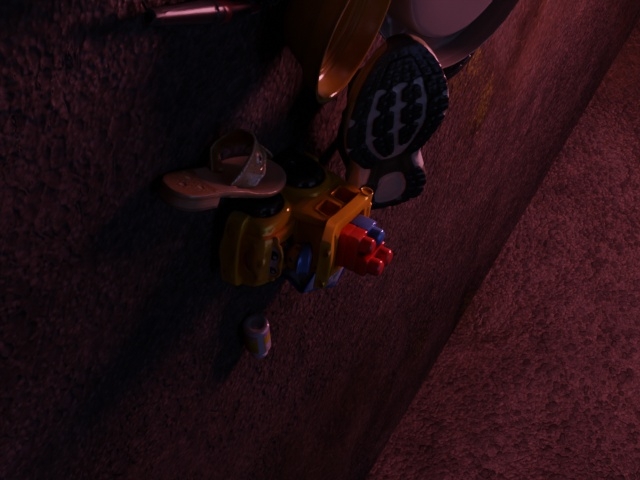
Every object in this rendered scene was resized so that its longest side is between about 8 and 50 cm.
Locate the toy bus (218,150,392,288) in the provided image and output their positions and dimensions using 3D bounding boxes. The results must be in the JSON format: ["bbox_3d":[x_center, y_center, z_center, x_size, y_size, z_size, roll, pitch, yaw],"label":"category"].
[{"bbox_3d":[-0.011,-0.001,1.508,0.220,0.211,0.149,-41,152,-45],"label":"toy bus"}]

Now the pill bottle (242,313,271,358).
[{"bbox_3d":[-0.103,0.159,1.710,0.043,0.043,0.083,-52,157,-31],"label":"pill bottle"}]

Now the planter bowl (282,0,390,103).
[{"bbox_3d":[0.012,-0.295,1.368,0.217,0.090,0.217,-57,168,-19],"label":"planter bowl"}]

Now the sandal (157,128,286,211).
[{"bbox_3d":[-0.106,-0.101,1.324,0.240,0.088,0.079,-23,141,-55],"label":"sandal"}]

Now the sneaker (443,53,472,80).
[{"bbox_3d":[0.258,-0.382,1.896,0.286,0.109,0.130,-56,165,-17],"label":"sneaker"}]

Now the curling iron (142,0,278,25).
[{"bbox_3d":[-0.118,-0.270,1.169,0.274,0.035,0.068,-36,141,-55],"label":"curling iron"}]

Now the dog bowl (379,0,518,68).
[{"bbox_3d":[0.195,-0.430,1.557,0.349,0.102,0.348,-35,147,-27],"label":"dog bowl"}]

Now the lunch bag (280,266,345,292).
[{"bbox_3d":[0.000,0.000,1.704,0.151,0.096,0.129,-60,162,16],"label":"lunch bag"}]

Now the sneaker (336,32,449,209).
[{"bbox_3d":[0.076,-0.199,1.569,0.158,0.182,0.410,-17,156,-12],"label":"sneaker"}]
